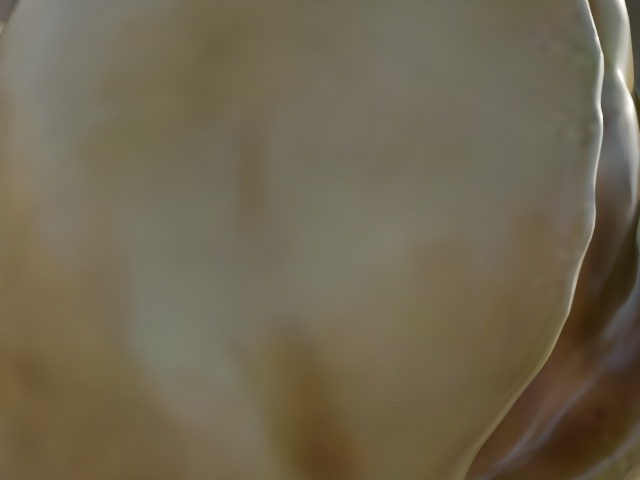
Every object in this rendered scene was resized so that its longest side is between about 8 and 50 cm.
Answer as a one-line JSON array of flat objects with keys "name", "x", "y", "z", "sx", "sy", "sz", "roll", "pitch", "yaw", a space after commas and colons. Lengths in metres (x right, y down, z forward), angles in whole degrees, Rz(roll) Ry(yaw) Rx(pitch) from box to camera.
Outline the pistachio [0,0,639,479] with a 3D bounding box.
[{"name": "pistachio", "x": 0.000, "y": 0.000, "z": 0.491, "sx": 0.238, "sy": 0.321, "sz": 0.229, "roll": 4, "pitch": -20, "yaw": 37}]
